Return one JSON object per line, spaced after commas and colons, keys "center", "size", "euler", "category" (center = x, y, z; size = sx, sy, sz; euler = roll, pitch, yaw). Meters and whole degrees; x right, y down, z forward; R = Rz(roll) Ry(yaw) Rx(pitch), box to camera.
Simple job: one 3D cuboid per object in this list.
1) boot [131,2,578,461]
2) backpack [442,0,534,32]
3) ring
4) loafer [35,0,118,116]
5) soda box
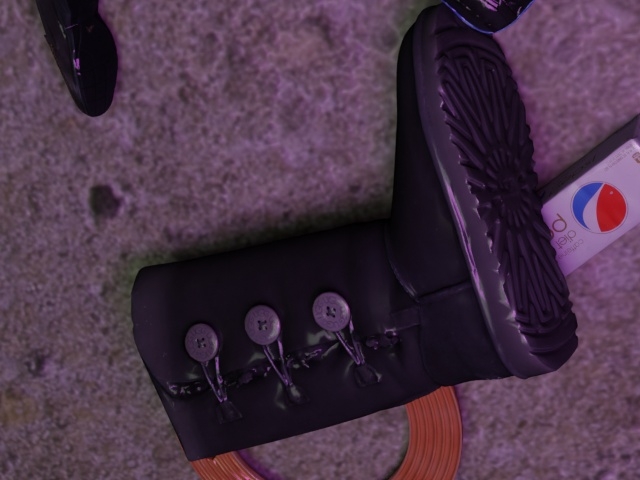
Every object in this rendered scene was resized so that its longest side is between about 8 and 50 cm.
{"center": [0.000, 0.002, 1.674], "size": [0.445, 0.146, 0.367], "euler": [-17, 82, 37], "category": "boot"}
{"center": [0.153, -0.256, 1.543], "size": [0.114, 0.084, 0.105], "euler": [45, 119, -2], "category": "backpack"}
{"center": [-0.006, 0.190, 1.848], "size": [0.336, 0.032, 0.336], "euler": [8, 118, 14], "category": "ring"}
{"center": [-0.252, -0.209, 1.719], "size": [0.061, 0.062, 0.170], "euler": [9, 117, 38], "category": "loafer"}
{"center": [0.250, -0.025, 1.637], "size": [0.074, 0.069, 0.216], "euler": [47, 120, -7], "category": "soda box"}
